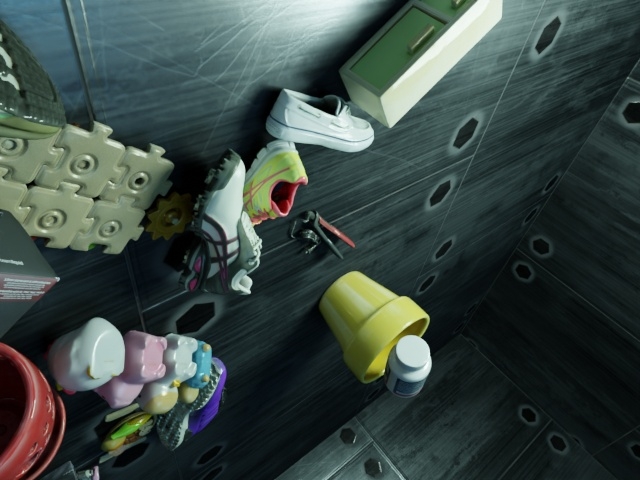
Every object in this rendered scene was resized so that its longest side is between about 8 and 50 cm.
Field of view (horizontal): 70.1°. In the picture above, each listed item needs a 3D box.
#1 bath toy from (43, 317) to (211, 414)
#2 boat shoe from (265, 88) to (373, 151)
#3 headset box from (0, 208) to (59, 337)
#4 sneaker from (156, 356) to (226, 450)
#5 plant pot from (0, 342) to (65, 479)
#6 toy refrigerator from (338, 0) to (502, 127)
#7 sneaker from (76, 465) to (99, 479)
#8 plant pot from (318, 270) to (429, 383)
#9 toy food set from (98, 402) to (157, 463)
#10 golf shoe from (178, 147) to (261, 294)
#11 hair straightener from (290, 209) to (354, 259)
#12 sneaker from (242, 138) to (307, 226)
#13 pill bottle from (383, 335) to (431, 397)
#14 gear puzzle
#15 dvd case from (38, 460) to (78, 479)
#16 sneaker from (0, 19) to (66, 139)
[{"bbox_3d":[-0.334,0.228,0.808,0.128,0.152,0.348,-4,159,18],"label":"bath toy"},{"bbox_3d":[0.018,-0.198,0.746,0.226,0.083,0.076,-11,138,-45],"label":"boat shoe"},{"bbox_3d":[-0.399,0.066,0.377,0.293,0.110,0.218,-44,166,1],"label":"headset box"},{"bbox_3d":[-0.277,0.365,1.086,0.146,0.102,0.293,-9,140,-53],"label":"sneaker"},{"bbox_3d":[-0.451,0.244,0.599,0.191,0.191,0.174,-30,161,-26],"label":"plant pot"},{"bbox_3d":[0.166,-0.328,0.753,0.269,0.102,0.094,-44,151,-1],"label":"toy refrigerator"},{"bbox_3d":[-0.549,0.564,1.044,0.057,0.047,0.119,9,118,-39],"label":"sneaker"},{"bbox_3d":[0.131,0.222,1.273,0.254,0.239,0.254,-31,148,-23],"label":"plant pot"},{"bbox_3d":[-0.430,0.441,1.034,0.132,0.038,0.192,-15,139,-43],"label":"toy food set"},{"bbox_3d":[-0.140,-0.019,0.712,0.120,0.105,0.273,17,132,-8],"label":"golf shoe"},{"bbox_3d":[0.000,0.000,1.015,0.089,0.047,0.230,-48,151,4],"label":"hair straightener"},{"bbox_3d":[-0.095,-0.063,0.748,0.081,0.094,0.208,-7,145,-49],"label":"sneaker"},{"bbox_3d":[0.221,0.316,1.150,0.108,0.108,0.180,-33,149,-21],"label":"pill bottle"},{"bbox_3d":[-0.283,-0.065,0.578,0.175,0.044,0.339,-54,153,12],"label":"gear puzzle"},{"bbox_3d":[-0.569,0.545,0.865,0.221,0.164,0.018,-28,126,-29],"label":"dvd case"},{"bbox_3d":[-0.395,-0.121,0.291,0.182,0.158,0.410,-39,154,30],"label":"sneaker"}]
